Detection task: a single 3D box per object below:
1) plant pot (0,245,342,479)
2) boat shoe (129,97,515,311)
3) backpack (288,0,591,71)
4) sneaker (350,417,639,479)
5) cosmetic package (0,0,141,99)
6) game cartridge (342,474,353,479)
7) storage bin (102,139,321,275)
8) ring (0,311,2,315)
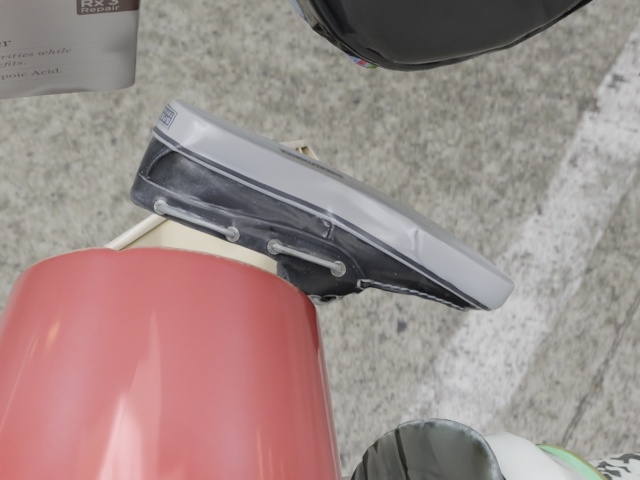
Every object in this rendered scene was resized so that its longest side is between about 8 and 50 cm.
[{"bbox_3d":[-0.102,0.151,0.709,0.275,0.275,0.243,2,64,5],"label":"plant pot"},{"bbox_3d":[0.000,0.000,0.925,0.301,0.108,0.102,25,99,-10],"label":"boat shoe"},{"bbox_3d":[0.043,-0.239,0.631,0.290,0.273,0.355,-35,51,-8],"label":"backpack"},{"bbox_3d":[0.138,0.236,0.325,0.182,0.158,0.410,-10,84,-17],"label":"sneaker"},{"bbox_3d":[-0.209,-0.218,0.656,0.217,0.385,0.156,-10,75,-12],"label":"cosmetic package"},{"bbox_3d":[0.056,0.233,1.028,0.198,0.297,0.062,-12,78,38],"label":"game cartridge"},{"bbox_3d":[-0.112,0.014,1.282,0.262,0.260,0.123,-33,90,12],"label":"storage bin"},{"bbox_3d":[-0.322,0.196,1.035,0.336,0.032,0.337,-10,42,9],"label":"ring"}]
